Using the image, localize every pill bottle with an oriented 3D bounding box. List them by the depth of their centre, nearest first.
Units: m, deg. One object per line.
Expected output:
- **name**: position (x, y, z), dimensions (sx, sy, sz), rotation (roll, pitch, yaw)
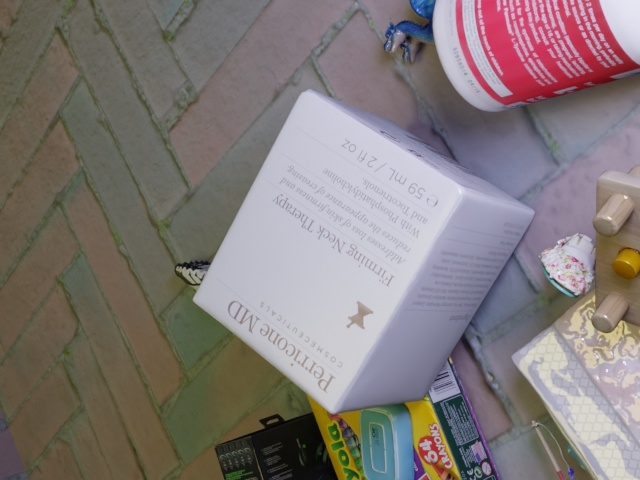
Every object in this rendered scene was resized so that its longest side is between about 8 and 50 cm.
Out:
- **pill bottle**: position (0.378, -0.333, 1.388), dimensions (0.407, 0.229, 0.229), rotation (-11, 90, 47)

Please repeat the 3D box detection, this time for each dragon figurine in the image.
- **dragon figurine**: position (0.207, -0.404, 1.652), dimensions (0.144, 0.085, 0.289), rotation (47, 129, 28)

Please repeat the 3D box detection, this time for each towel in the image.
- **towel**: position (0.488, 0.219, 1.477), dimensions (0.317, 0.053, 0.332), rotation (-44, 67, 29)

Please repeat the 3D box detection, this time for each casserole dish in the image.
- **casserole dish**: position (0.115, 0.371, 1.782), dimensions (0.114, 0.037, 0.188), rotation (3, 98, 46)

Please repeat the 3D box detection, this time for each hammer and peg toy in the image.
- **hammer and peg toy**: position (0.528, 0.049, 1.271), dimensions (0.361, 0.127, 0.266), rotation (20, 139, 34)

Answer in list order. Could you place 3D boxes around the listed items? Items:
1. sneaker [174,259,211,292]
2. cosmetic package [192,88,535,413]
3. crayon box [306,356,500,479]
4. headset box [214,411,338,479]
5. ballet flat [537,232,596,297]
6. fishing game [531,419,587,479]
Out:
- **sneaker**: position (-0.253, 0.109, 2.231), dimensions (0.234, 0.078, 0.106), rotation (11, 104, 42)
- **cosmetic package**: position (0.076, 0.023, 1.610), dimensions (0.329, 0.327, 0.394), rotation (35, 104, 28)
- **crayon box**: position (0.159, 0.401, 1.845), dimensions (0.313, 0.106, 0.363), rotation (-32, 75, 44)
- **headset box**: position (-0.053, 0.487, 1.978), dimensions (0.131, 0.246, 0.283), rotation (-26, 80, 45)
- **ballet flat**: position (0.376, 0.026, 1.474), dimensions (0.091, 0.241, 0.077), rotation (36, 102, 6)
- **fishing game**: position (0.467, 0.293, 1.559), dimensions (0.264, 0.041, 0.189), rotation (-37, 71, 35)
